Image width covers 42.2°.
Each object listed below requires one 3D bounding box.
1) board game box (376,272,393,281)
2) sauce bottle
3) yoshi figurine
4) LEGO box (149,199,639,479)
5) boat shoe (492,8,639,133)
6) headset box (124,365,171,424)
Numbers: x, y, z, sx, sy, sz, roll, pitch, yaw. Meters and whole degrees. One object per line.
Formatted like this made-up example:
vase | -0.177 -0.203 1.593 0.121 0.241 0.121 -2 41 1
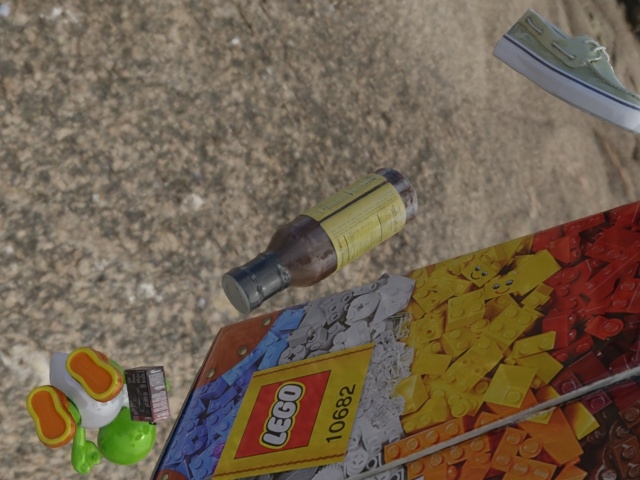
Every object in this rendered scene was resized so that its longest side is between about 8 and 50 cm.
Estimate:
board game box | 0.152 0.252 1.575 0.141 0.232 0.291 28 21 -50
sauce bottle | 0.000 0.000 1.298 0.344 0.111 0.111 -30 95 -28
yoshi figurine | -0.373 0.313 1.468 0.362 0.203 0.203 89 4 -74
LEGO box | 0.188 0.244 0.529 0.500 0.372 0.193 52 37 -27
boat shoe | 0.366 -0.254 1.205 0.109 0.094 0.302 11 25 -40
headset box | -0.246 0.223 1.182 0.032 0.062 0.083 -8 88 -43
